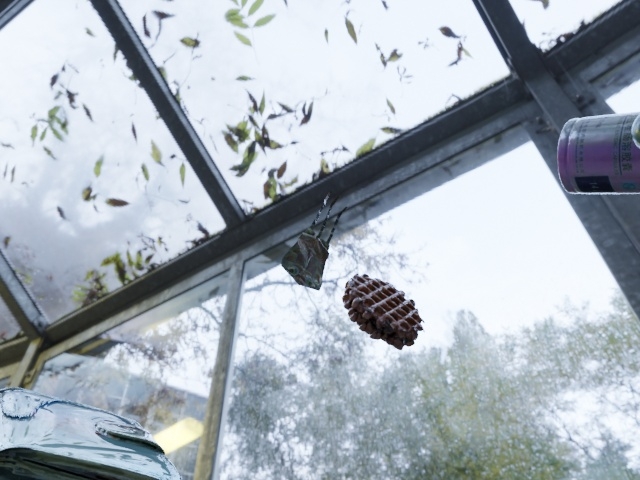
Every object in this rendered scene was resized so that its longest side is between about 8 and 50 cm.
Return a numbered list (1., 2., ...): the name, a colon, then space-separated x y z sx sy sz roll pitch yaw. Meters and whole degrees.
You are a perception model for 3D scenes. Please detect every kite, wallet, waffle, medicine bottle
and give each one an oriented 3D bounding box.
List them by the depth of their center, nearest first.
1. waffle: 0.055 0.060 0.477 0.075 0.083 0.029 23 -65 -16
2. wallet: -0.247 0.211 0.533 0.176 0.075 0.250 27 -16 -25
3. medicine bottle: 0.593 -0.162 0.995 0.253 0.152 0.152 4 -37 46
4. kite: -0.002 0.000 1.215 0.016 0.230 0.127 4 -31 47

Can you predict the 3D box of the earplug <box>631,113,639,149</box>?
1. earplug: 0.565 -0.129 0.716 0.280 0.257 0.164 18 -66 18
